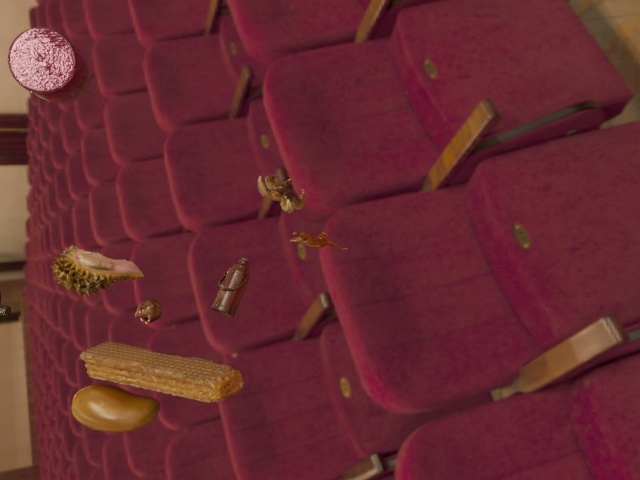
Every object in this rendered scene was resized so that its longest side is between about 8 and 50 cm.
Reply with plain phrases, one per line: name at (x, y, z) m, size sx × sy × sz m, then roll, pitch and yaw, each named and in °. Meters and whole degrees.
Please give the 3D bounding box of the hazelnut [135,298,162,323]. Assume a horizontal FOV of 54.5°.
hazelnut at (-0.557, 0.232, 2.012) m, size 0.086 × 0.086 × 0.086 m, roll 176°, pitch 90°, yaw -65°

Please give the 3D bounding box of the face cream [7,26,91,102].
face cream at (-0.728, -0.468, 1.687) m, size 0.195 × 0.175 × 0.175 m, roll -166°, pitch 73°, yaw -81°

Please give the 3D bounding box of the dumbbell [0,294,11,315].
dumbbell at (-0.860, 0.138, 1.438) m, size 0.143 × 0.326 × 0.143 m, roll 8°, pitch -90°, yaw -78°

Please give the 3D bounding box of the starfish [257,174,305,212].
starfish at (-0.124, -0.149, 1.962) m, size 0.071 × 0.216 × 0.238 m, roll -61°, pitch 31°, yaw 15°

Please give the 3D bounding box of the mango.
mango at (-0.438, 0.361, 1.325) m, size 0.102 × 0.184 × 0.084 m, roll -79°, pitch -1°, yaw -53°

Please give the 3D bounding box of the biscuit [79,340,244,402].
biscuit at (-0.337, 0.272, 1.292) m, size 0.379 × 0.094 × 0.054 m, roll 4°, pitch 102°, yaw 27°

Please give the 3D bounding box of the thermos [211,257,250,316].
thermos at (-0.334, 0.177, 2.421) m, size 0.232 × 0.099 × 0.124 m, roll -68°, pitch -25°, yaw -18°

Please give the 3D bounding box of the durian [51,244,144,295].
durian at (-0.540, 0.089, 1.525) m, size 0.140 × 0.224 × 0.078 m, roll -64°, pitch 35°, yaw 28°

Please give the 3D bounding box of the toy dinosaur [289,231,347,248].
toy dinosaur at (-0.002, -0.001, 2.163) m, size 0.142 × 0.212 × 0.057 m, roll -137°, pitch 52°, yaw -85°
